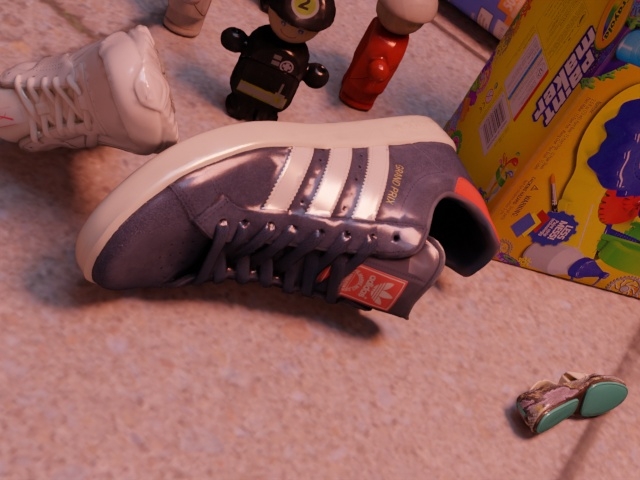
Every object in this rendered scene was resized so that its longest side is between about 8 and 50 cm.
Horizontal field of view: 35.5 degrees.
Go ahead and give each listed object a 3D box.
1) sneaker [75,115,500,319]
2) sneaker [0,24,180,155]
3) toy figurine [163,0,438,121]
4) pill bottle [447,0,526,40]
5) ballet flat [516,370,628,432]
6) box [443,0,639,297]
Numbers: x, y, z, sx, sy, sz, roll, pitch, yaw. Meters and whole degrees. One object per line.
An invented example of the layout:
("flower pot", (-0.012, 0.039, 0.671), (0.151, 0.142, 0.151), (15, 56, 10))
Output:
("sneaker", (0.000, 0.000, 0.738), (0.350, 0.131, 0.148), (-15, 62, -36))
("sneaker", (-0.175, -0.094, 0.709), (0.115, 0.232, 0.090), (-18, 102, -22))
("toy figurine", (-0.023, -0.226, 0.929), (0.213, 0.148, 0.209), (-15, 58, -39))
("pill bottle", (0.175, -0.358, 1.171), (0.272, 0.152, 0.152), (39, 42, 10))
("ballet flat", (0.199, 0.122, 0.801), (0.114, 0.041, 0.041), (-8, 54, -36))
("box", (0.307, -0.111, 0.901), (0.279, 0.290, 0.177), (14, 44, -17))
